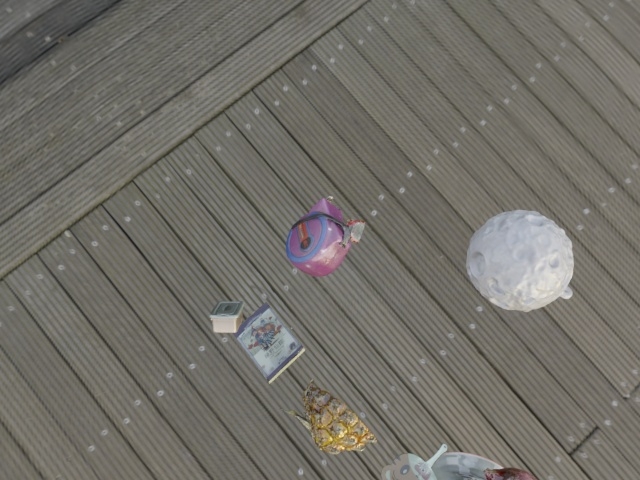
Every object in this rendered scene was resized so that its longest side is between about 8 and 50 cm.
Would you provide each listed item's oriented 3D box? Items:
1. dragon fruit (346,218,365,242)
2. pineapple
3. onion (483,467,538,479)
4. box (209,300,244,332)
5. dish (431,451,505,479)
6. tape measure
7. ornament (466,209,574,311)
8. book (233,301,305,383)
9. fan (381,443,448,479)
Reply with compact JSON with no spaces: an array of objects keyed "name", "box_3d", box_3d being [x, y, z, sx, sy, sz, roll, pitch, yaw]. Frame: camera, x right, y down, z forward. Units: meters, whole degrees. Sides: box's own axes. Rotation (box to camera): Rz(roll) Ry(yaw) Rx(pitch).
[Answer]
[{"name":"dragon fruit","box_3d":[0.112,-0.038,1.841,0.056,0.060,0.083,16,92,-35]},{"name":"pineapple","box_3d":[0.014,0.601,1.777,0.158,0.161,0.334,-42,59,-19]},{"name":"onion","box_3d":[0.518,0.681,1.425,0.159,0.159,0.195,-44,84,-9]},{"name":"box","box_3d":[-0.281,0.232,1.604,0.089,0.122,0.062,1,106,3]},{"name":"dish","box_3d":[0.463,0.766,1.651,0.260,0.260,0.085,24,47,1]},{"name":"tape measure","box_3d":[0.000,0.000,0.937,0.125,0.074,0.118,-40,41,22]},{"name":"ornament","box_3d":[0.643,0.066,1.741,0.336,0.337,0.337,1,81,-3]},{"name":"book","box_3d":[-0.174,0.329,1.734,0.157,0.026,0.231,-43,55,-4]},{"name":"fan","box_3d":[0.277,0.624,1.432,0.226,0.008,0.152,-27,59,-35]}]
